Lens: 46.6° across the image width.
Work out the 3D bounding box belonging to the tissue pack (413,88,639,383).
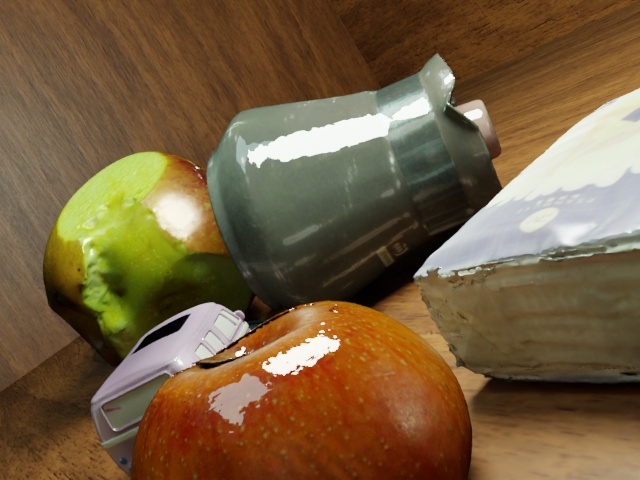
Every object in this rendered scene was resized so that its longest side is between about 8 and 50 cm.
[{"bbox_3d":[0.267,-0.034,0.594,0.343,0.125,0.242,-39,12,-33],"label":"tissue pack"}]

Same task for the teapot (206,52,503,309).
[{"bbox_3d":[0.073,-0.072,1.037,0.361,0.306,0.376,-21,-16,14],"label":"teapot"}]

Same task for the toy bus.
[{"bbox_3d":[-0.144,0.165,0.827,0.142,0.142,0.202,-30,11,15],"label":"toy bus"}]

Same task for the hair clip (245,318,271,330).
[{"bbox_3d":[-0.081,0.134,1.061,0.275,0.048,0.083,-20,12,47],"label":"hair clip"}]

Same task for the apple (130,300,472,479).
[{"bbox_3d":[-0.013,0.136,0.498,0.210,0.173,0.235,-24,12,36],"label":"apple"}]

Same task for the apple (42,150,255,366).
[{"bbox_3d":[-0.296,0.039,1.282,0.374,0.374,0.384,-36,5,-19],"label":"apple"}]
